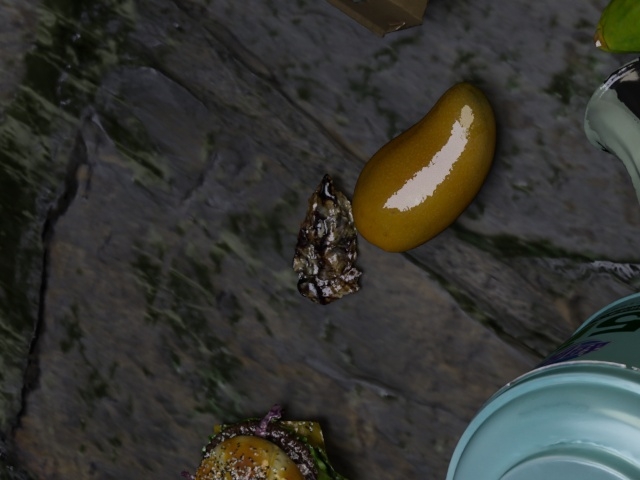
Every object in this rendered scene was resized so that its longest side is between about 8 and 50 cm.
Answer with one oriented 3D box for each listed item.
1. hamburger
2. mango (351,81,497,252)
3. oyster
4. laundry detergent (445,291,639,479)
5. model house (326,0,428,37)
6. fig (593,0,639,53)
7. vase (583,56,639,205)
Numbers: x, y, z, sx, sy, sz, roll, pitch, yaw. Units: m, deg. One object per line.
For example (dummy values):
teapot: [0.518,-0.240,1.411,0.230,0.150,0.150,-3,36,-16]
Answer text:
hamburger: [-0.058,0.265,1.758,0.190,0.093,0.164,-21,93,30]
mango: [0.103,-0.066,1.581,0.102,0.085,0.184,47,111,15]
oyster: [-0.001,0.001,1.687,0.086,0.029,0.132,-11,100,32]
laundry detergent: [0.274,0.215,1.431,0.287,0.305,0.287,8,108,28]
model house: [-0.011,-0.296,1.560,0.248,0.181,0.176,-2,61,55]
fig: [0.349,-0.224,1.361,0.167,0.167,0.233,60,148,2]
vase: [0.337,0.002,1.340,0.165,0.165,0.360,-53,41,30]
